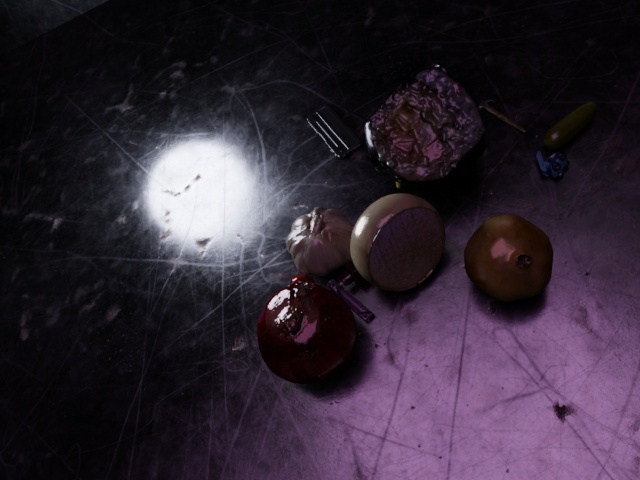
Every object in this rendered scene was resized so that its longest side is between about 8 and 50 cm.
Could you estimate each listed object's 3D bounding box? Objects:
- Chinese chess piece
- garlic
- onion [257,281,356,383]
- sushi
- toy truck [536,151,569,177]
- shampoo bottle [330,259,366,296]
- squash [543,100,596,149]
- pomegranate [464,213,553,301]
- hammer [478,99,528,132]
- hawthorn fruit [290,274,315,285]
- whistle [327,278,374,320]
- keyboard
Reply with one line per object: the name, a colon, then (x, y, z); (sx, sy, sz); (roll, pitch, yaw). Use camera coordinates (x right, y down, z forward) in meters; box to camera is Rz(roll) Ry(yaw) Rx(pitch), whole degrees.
Chinese chess piece: (0.212, 0.006, 1.420); (0.270, 0.270, 0.112); (-42, 38, -4)
garlic: (0.001, -0.004, 1.575); (0.227, 0.152, 0.228); (-7, 66, 16)
onion: (-0.041, 0.245, 1.402); (0.275, 0.276, 0.277); (-9, 61, 16)
sushi: (0.307, -0.296, 1.556); (0.328, 0.285, 0.328); (40, 87, 11)
toy truck: (0.661, -0.224, 1.501); (0.090, 0.056, 0.073); (28, 82, 43)
shampoo bottle: (0.131, 0.077, 1.523); (0.236, 0.067, 0.068); (-36, 39, -6)
squash: (0.730, -0.337, 1.524); (0.201, 0.066, 0.066); (-42, 57, -7)
pomegranate: (0.482, 0.048, 1.335); (0.232, 0.233, 0.233); (-9, 61, 16)
hammer: (0.576, -0.389, 1.640); (0.062, 0.017, 0.182); (-44, 59, -5)
hawthorn fruit: (-0.059, 0.141, 1.558); (0.092, 0.093, 0.093); (-9, 61, 16)
whistle: (0.084, 0.172, 1.521); (0.033, 0.033, 0.176); (-46, 58, -7)
keyboard: (0.045, -0.386, 1.838); (0.106, 0.016, 0.262); (-35, 57, 0)
